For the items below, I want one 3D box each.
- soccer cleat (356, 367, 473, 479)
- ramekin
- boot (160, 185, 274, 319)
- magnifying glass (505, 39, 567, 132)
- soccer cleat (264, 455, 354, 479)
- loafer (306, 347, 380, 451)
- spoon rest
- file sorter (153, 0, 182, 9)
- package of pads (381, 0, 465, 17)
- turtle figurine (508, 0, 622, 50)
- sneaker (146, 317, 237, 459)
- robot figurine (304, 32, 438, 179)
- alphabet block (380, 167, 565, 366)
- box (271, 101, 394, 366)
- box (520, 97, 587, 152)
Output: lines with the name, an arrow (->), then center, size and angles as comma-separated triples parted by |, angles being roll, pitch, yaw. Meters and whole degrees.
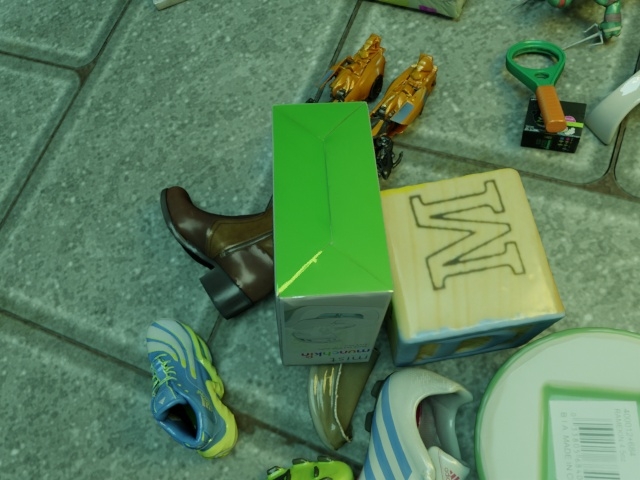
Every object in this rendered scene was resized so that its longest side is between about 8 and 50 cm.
soccer cleat -> 0.106, 0.319, 0.680 | 0.143, 0.116, 0.331 | -10, 61, 49
ramekin -> 0.322, 0.244, 0.637 | 0.304, 0.148, 0.303 | -8, 68, 21
boot -> -0.095, -0.049, 0.905 | 0.281, 0.096, 0.264 | -34, 59, -5
magnifying glass -> 0.346, -0.246, 0.870 | 0.092, 0.026, 0.230 | 0, 46, 8
soccer cleat -> -0.075, 0.395, 0.748 | 0.289, 0.093, 0.121 | -29, 96, -3
loafer -> 0.037, 0.165, 0.789 | 0.088, 0.094, 0.251 | -4, 69, 16
spoon rest -> 0.538, -0.251, 0.838 | 0.276, 0.084, 0.137 | -33, 66, 0
file sorter -> -0.252, -0.638, 1.120 | 0.278, 0.173, 0.192 | -17, 66, 7
package of pads -> 0.160, -0.557, 1.032 | 0.297, 0.101, 0.229 | 21, 76, 19
turtle figurine -> 0.444, -0.412, 0.909 | 0.234, 0.118, 0.175 | -26, 66, -4
sneaker -> -0.204, 0.203, 0.813 | 0.091, 0.126, 0.240 | -38, 67, -3
robot figurine -> 0.056, -0.205, 0.913 | 0.211, 0.085, 0.291 | 29, 67, 21
alphabet block -> 0.175, 0.044, 0.743 | 0.194, 0.192, 0.197 | -9, 69, -1
box -> 0.000, 0.000, 0.709 | 0.127, 0.231, 0.261 | -3, 59, -3
box -> 0.362, -0.179, 0.868 | 0.083, 0.052, 0.062 | 11, 73, 18
